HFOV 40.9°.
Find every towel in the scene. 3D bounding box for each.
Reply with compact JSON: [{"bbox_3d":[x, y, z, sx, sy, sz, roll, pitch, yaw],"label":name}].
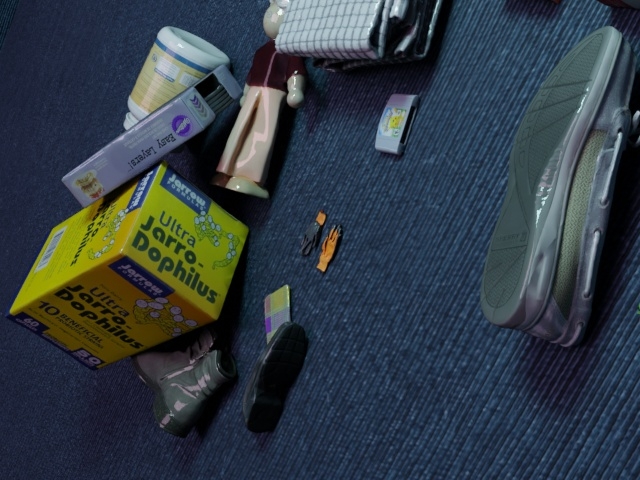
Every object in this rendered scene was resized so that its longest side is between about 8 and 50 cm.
[{"bbox_3d":[-0.062,0.111,1.279,0.060,0.009,0.083,-31,54,42],"label":"towel"},{"bbox_3d":[0.080,-0.371,1.196,0.235,0.121,0.284,12,85,53],"label":"towel"}]

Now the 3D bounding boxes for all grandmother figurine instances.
[{"bbox_3d":[-0.082,-0.242,1.373,0.207,0.104,0.343,16,92,49],"label":"grandmother figurine"}]

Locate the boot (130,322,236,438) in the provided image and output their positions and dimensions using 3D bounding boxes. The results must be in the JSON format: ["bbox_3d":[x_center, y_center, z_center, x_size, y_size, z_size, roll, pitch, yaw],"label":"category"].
[{"bbox_3d":[-0.219,0.194,1.417,0.161,0.083,0.246,-51,40,9],"label":"boot"}]

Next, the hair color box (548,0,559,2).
[{"bbox_3d":[0.265,-0.369,1.000,0.093,0.053,0.167,33,105,52],"label":"hair color box"}]

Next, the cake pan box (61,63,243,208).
[{"bbox_3d":[-0.266,-0.180,1.415,0.266,0.070,0.246,-30,16,20],"label":"cake pan box"}]

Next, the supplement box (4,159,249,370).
[{"bbox_3d":[-0.322,0.053,1.418,0.356,0.194,0.195,-25,38,39],"label":"supplement box"}]

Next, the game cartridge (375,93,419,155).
[{"bbox_3d":[0.102,-0.158,1.164,0.056,0.017,0.083,18,91,58],"label":"game cartridge"}]

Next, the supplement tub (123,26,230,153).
[{"bbox_3d":[-0.269,-0.278,1.594,0.200,0.144,0.144,-60,38,17],"label":"supplement tub"}]

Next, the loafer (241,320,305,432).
[{"bbox_3d":[-0.074,0.187,1.224,0.170,0.062,0.061,-65,32,9],"label":"loafer"}]

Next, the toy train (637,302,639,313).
[{"bbox_3d":[0.325,0.069,0.776,0.083,0.017,0.024,1,88,53],"label":"toy train"}]

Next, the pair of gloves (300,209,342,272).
[{"bbox_3d":[0.000,0.000,1.240,0.083,0.010,0.074,40,109,53],"label":"pair of gloves"}]

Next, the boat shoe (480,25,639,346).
[{"bbox_3d":[0.255,-0.056,0.865,0.118,0.103,0.321,170,119,-72],"label":"boat shoe"}]

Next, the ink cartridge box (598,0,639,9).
[{"bbox_3d":[0.352,-0.291,0.834,0.175,0.072,0.128,31,101,53],"label":"ink cartridge box"}]
